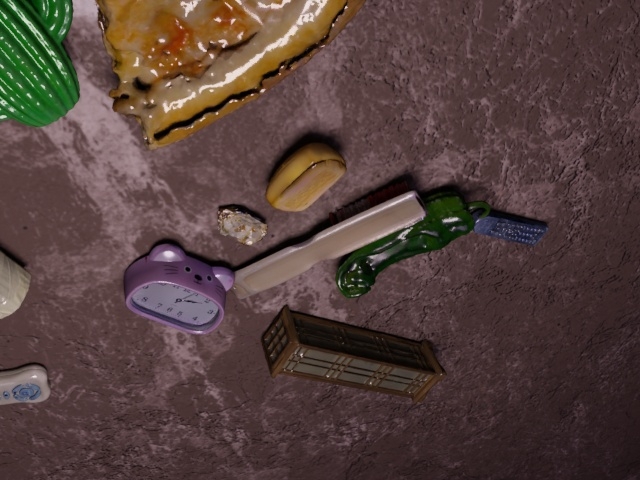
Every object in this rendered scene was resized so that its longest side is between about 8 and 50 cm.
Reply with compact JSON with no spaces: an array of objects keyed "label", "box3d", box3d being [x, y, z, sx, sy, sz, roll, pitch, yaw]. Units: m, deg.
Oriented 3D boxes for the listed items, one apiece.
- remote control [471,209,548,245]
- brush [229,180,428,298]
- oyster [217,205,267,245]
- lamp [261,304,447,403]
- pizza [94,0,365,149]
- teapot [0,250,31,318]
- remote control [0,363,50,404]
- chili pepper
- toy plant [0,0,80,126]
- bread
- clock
[{"label":"remote control","box3d":[0.301,-0.022,1.136,0.152,0.027,0.043,12,120,-30]},{"label":"brush","box3d":[0.000,0.000,1.042,0.321,0.050,0.060,-25,137,15]},{"label":"oyster","box3d":[-0.113,-0.023,0.994,0.054,0.019,0.083,-40,133,20]},{"label":"lamp","box3d":[0.062,0.200,1.210,0.325,0.089,0.090,18,122,-32]},{"label":"pizza","box3d":[-0.064,-0.313,0.710,0.392,0.080,0.435,-15,136,-6]},{"label":"teapot","box3d":[-0.470,0.020,0.874,0.107,0.077,0.200,-14,137,21]},{"label":"remote control","box3d":[-0.479,0.225,1.081,0.122,0.032,0.074,-6,133,-14]},{"label":"chili pepper","box3d":[0.132,0.000,1.066,0.257,0.074,0.100,-30,118,18]},{"label":"toy plant","box3d":[-0.323,-0.223,0.698,0.155,0.088,0.240,-17,124,-21]},{"label":"bread","box3d":[-0.024,-0.088,0.940,0.082,0.056,0.115,3,144,-46]},{"label":"clock","box3d":[-0.199,0.073,1.015,0.153,0.050,0.110,26,125,-31]}]
